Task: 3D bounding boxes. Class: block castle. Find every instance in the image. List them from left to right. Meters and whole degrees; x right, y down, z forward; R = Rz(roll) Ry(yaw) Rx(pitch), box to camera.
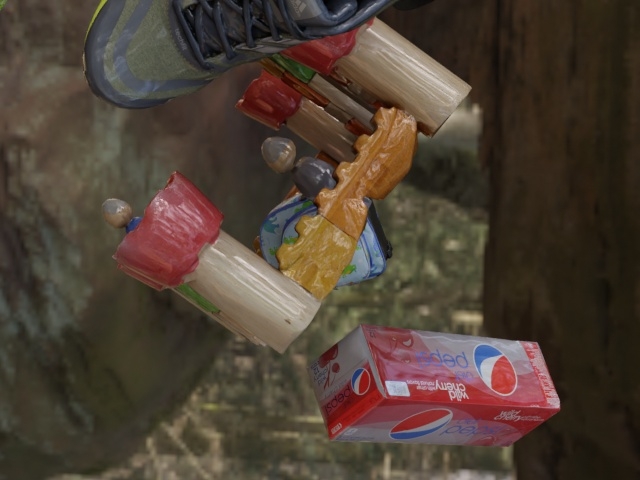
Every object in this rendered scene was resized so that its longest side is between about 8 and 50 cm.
[{"bbox_3d":[-0.061,-0.074,1.234,0.303,0.213,0.453,-55,-175,-6],"label":"block castle"}]

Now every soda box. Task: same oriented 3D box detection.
[{"bbox_3d":[0.118,0.149,1.339,0.263,0.092,0.083,9,50,-41],"label":"soda box"}]

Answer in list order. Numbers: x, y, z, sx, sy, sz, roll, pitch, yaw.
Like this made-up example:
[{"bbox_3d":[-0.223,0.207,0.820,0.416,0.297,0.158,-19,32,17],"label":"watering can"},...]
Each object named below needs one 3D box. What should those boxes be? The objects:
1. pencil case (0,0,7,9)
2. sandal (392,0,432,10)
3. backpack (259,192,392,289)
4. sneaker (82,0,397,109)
[{"bbox_3d":[-0.273,-0.252,1.079,0.124,0.124,0.284,80,28,-49],"label":"pencil case"},{"bbox_3d":[0.144,-0.278,1.347,0.067,0.179,0.040,40,36,-45],"label":"sandal"},{"bbox_3d":[0.000,0.000,1.317,0.084,0.114,0.105,-56,127,-70],"label":"backpack"},{"bbox_3d":[-0.035,-0.177,0.928,0.111,0.300,0.121,58,10,-23],"label":"sneaker"}]
